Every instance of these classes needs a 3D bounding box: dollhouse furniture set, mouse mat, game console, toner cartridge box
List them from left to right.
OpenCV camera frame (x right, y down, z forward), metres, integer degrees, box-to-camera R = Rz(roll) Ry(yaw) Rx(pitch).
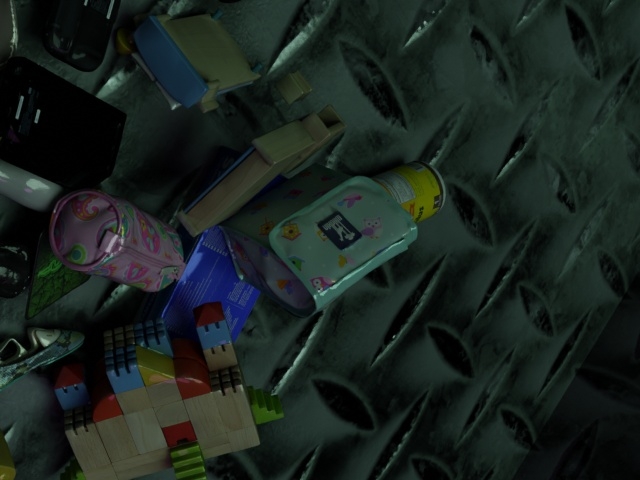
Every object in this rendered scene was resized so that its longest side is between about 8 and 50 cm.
[{"bbox_3d":[-0.374,0.022,1.641,0.189,0.007,0.152,-46,156,-62],"label":"mouse mat"},{"bbox_3d":[-0.332,-0.256,1.529,0.213,0.044,0.361,29,71,-58],"label":"game console"},{"bbox_3d":[-0.171,-0.210,1.729,0.198,0.303,0.286,-39,178,31],"label":"dollhouse furniture set"},{"bbox_3d":[-0.169,0.032,1.873,0.165,0.075,0.348,30,86,-37],"label":"toner cartridge box"}]

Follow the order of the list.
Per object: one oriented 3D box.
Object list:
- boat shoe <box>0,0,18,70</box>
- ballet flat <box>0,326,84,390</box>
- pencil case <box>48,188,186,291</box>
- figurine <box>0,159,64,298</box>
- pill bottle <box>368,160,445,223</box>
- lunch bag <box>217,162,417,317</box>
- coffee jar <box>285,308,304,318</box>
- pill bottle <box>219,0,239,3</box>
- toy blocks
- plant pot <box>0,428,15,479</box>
[{"bbox_3d":[-0.440,-0.351,1.377,0.116,0.097,0.324,-32,131,-33],"label":"boat shoe"},{"bbox_3d":[-0.443,0.168,1.679,0.188,0.070,0.070,-32,131,-38],"label":"ballet flat"},{"bbox_3d":[-0.292,0.005,1.640,0.124,0.124,0.284,-62,164,-3],"label":"pencil case"},{"bbox_3d":[-0.478,-0.044,1.513,0.209,0.092,0.215,20,93,-47],"label":"figurine"},{"bbox_3d":[0.135,-0.074,2.144,0.215,0.117,0.117,-23,125,-39],"label":"pill bottle"},{"bbox_3d":[0.000,0.000,1.771,0.223,0.262,0.160,-33,121,-23],"label":"lunch bag"},{"bbox_3d":[-0.059,0.059,2.031,0.096,0.079,0.184,-53,139,-13],"label":"coffee jar"},{"bbox_3d":[-0.173,-0.447,1.603,0.123,0.123,0.219,-57,141,-9],"label":"pill bottle"},{"bbox_3d":[-0.268,0.243,1.771,0.381,0.190,0.261,-15,127,-3],"label":"toy blocks"},{"bbox_3d":[-0.554,0.329,1.539,0.212,0.187,0.212,29,87,-50],"label":"plant pot"}]
